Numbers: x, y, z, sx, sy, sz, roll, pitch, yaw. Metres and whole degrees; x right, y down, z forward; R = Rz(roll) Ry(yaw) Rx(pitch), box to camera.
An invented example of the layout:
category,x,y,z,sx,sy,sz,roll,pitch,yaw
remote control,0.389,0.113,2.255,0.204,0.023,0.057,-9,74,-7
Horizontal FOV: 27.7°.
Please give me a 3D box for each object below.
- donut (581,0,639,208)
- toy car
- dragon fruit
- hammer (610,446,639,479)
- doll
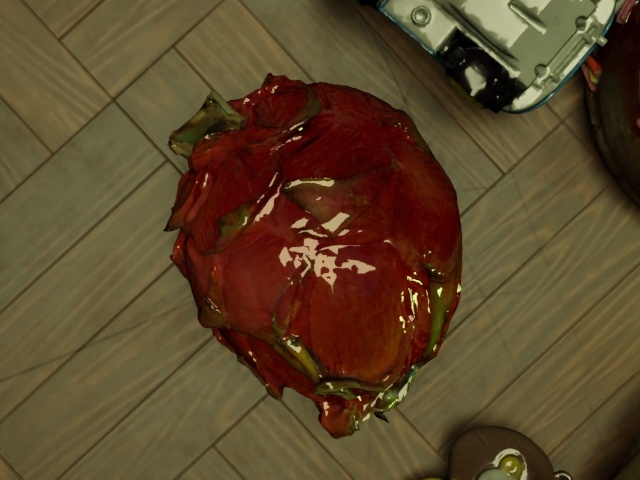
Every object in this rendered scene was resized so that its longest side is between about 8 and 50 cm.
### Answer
category,x,y,z,sx,sy,sz,roll,pitch,yaw
donut,0.420,-0.194,1.317,0.345,0.136,0.259,-39,95,-4
toy car,0.139,-0.269,1.281,0.314,0.166,0.198,40,97,6
dragon fruit,0.000,0.000,1.227,0.277,0.277,0.342,-39,91,-2
hammer,0.372,0.173,1.295,0.168,0.044,0.440,43,104,21
doll,0.164,0.275,1.326,0.188,0.096,0.145,-40,85,8
